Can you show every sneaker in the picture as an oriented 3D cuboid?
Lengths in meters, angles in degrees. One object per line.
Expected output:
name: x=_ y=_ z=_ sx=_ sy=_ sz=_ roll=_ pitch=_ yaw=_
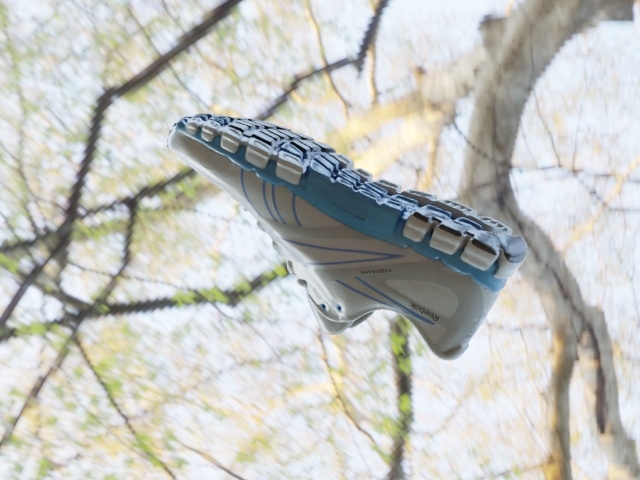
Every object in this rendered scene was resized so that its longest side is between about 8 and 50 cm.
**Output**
sneaker: x=0.000 y=0.000 z=0.902 sx=0.191 sy=0.071 sz=0.083 roll=27 pitch=-72 yaw=19
